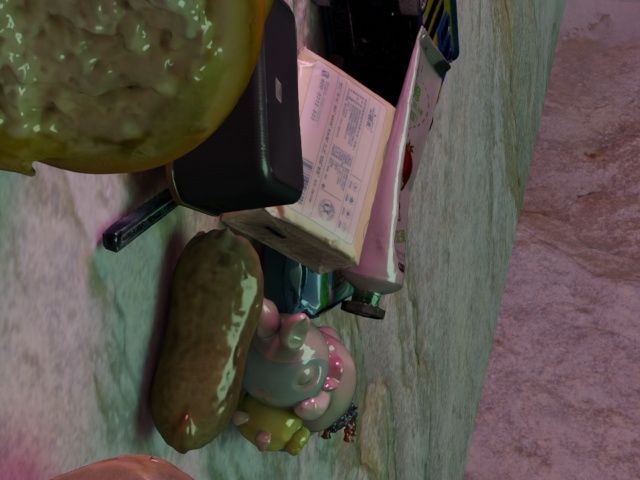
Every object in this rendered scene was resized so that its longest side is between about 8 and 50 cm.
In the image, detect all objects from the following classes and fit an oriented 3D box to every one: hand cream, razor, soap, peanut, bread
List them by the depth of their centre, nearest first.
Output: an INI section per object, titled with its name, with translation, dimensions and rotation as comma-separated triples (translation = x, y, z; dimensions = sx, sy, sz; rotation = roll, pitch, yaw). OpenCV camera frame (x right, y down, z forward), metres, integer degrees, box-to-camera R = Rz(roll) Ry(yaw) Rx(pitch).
[bread]
translation = -0.121, -0.207, 0.840
dimensions = 0.270, 0.211, 0.316
rotation = -66, 161, -49
[razor]
translation = -0.140, -0.035, 1.190
dimensions = 0.190, 0.033, 0.066
rotation = -51, 146, -61
[peanut]
translation = -0.105, 0.095, 1.276
dimensions = 0.099, 0.099, 0.214
rotation = 45, 53, -71
[hand cream]
translation = 0.091, -0.074, 1.594
dimensions = 0.121, 0.076, 0.336
rotation = 37, 67, -69
[soap]
translation = 0.000, 0.000, 1.634
dimensions = 0.293, 0.077, 0.156
rotation = -23, 120, -72

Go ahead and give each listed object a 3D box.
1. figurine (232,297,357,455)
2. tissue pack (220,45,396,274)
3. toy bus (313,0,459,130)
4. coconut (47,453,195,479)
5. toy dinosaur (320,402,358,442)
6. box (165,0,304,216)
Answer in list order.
[figurine]
translation = -0.043, 0.147, 1.477
dimensions = 0.155, 0.127, 0.235
rotation = -53, 161, -4
[tissue pack]
translation = -0.010, -0.084, 1.440
dimensions = 0.148, 0.092, 0.196
rotation = 30, 64, -33
[toy bus]
translation = 0.085, -0.288, 1.683
dimensions = 0.288, 0.138, 0.175
rotation = 79, 25, -49
[coconut]
translation = -0.154, 0.271, 0.992
dimensions = 0.237, 0.197, 0.237
rotation = -3, 90, -73
[toy dinosaur]
translation = 0.029, 0.255, 1.920
dimensions = 0.154, 0.049, 0.055
rotation = 0, 100, -80
[box]
translation = -0.074, -0.128, 1.206
dimensions = 0.144, 0.090, 0.201
rotation = 27, 59, -74
